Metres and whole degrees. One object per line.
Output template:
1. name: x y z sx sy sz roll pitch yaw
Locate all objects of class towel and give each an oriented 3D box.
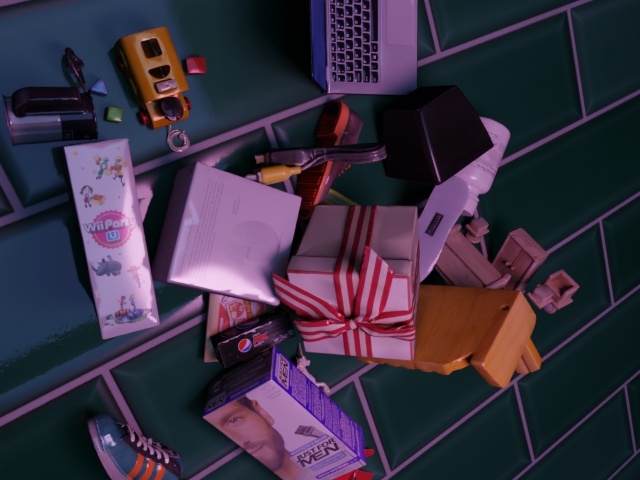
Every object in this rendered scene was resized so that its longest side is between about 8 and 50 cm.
1. towel: 0.000 0.000 1.227 0.102 0.021 0.237 29 84 -26

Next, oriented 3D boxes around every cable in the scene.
1. cable: -0.011 -0.159 1.085 0.288 0.139 0.072 -3 109 4

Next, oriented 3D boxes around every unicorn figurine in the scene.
1. unicorn figurine: -0.037 0.341 1.237 0.111 0.060 0.161 35 81 -29

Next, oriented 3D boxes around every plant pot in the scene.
1. plant pot: 0.249 -0.252 1.215 0.188 0.188 0.166 -35 119 -19

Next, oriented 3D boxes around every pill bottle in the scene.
1. pill bottle: 0.377 -0.184 1.339 0.131 0.131 0.229 24 87 -30

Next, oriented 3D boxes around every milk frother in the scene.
1. milk frother: -0.461 -0.244 0.897 0.135 0.129 0.143 -11 60 -28

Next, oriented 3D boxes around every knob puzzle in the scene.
1. knob puzzle: -0.157 0.173 1.161 0.213 0.030 0.212 -5 100 -28

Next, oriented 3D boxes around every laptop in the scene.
1. laptop: 0.103 -0.501 1.075 0.408 0.236 0.381 -7 102 -28

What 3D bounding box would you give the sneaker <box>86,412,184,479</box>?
1. sneaker: -0.352 0.438 1.059 0.121 0.108 0.302 -32 120 -22

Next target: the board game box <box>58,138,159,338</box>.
1. board game box: -0.363 -0.016 0.904 0.098 0.224 0.303 -13 105 -26

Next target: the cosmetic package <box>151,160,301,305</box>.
1. cosmetic package: -0.185 -0.006 1.036 0.225 0.138 0.223 18 79 -31

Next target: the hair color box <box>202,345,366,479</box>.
1. hair color box: -0.070 0.400 1.157 0.185 0.110 0.338 -32 116 17

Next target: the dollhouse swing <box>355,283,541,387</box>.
1. dollhouse swing: 0.293 0.272 1.213 0.315 0.347 0.304 -45 123 -39

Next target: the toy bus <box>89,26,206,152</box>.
1. toy bus: -0.293 -0.283 0.967 0.202 0.104 0.190 23 87 -30

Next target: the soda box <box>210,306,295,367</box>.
1. soda box: -0.142 0.203 1.124 0.169 0.053 0.060 -21 107 -25

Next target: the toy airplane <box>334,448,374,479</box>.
1. toy airplane: 0.092 0.589 1.368 0.151 0.028 0.151 -6 102 -30

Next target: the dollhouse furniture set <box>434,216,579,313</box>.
1. dollhouse furniture set: 0.402 0.125 1.357 0.356 0.303 0.173 -22 146 -23

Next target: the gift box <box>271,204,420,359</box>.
1. gift box: 0.066 0.073 1.049 0.258 0.256 0.276 -72 153 -49

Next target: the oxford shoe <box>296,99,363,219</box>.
1. oxford shoe: 0.028 -0.166 1.173 0.099 0.097 0.271 22 88 -37

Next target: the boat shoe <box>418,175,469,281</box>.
1. boat shoe: 0.242 -0.012 1.252 0.113 0.105 0.306 28 92 10
